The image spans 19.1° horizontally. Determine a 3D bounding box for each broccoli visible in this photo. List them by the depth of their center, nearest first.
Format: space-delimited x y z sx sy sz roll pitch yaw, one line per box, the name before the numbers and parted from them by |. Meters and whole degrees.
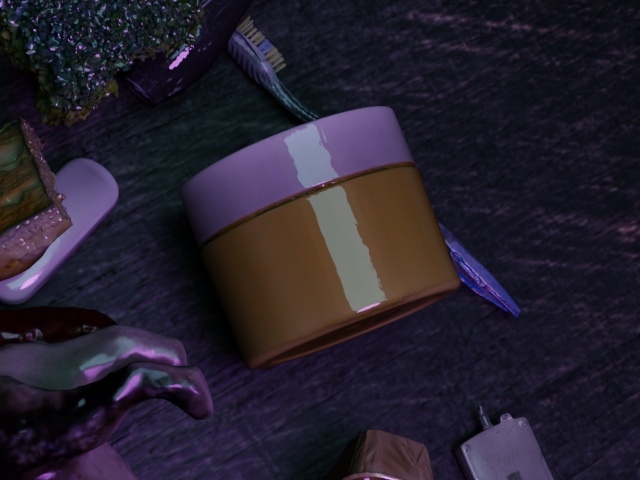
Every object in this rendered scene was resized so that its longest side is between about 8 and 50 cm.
broccoli | -0.214 -0.180 1.763 0.194 0.194 0.219 24 45 -11

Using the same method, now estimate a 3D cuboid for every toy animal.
toy animal | -0.239 0.236 1.610 0.303 0.194 0.344 -9 115 -10

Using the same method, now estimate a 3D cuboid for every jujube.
jujube | -0.255 0.115 1.710 0.176 0.112 0.109 -6 33 -24

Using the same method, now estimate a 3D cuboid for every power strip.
power strip | 0.200 0.266 1.863 0.080 0.029 0.227 -21 83 -21

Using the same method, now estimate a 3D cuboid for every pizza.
pizza | -0.316 -0.008 1.715 0.204 0.188 0.080 -31 127 -7

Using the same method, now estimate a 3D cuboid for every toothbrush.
toothbrush | 0.052 -0.069 1.904 0.413 0.035 0.042 46 64 -2

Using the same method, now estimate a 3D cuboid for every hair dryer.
hair dryer | -0.172 -0.260 1.866 0.219 0.075 0.195 39 79 6

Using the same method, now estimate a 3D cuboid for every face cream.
face cream | 0.000 0.000 1.767 0.218 0.218 0.179 -19 83 -22

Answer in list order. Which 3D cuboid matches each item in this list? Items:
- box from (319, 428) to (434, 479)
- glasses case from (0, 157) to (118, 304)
box | 0.042 0.249 1.745 0.111 0.177 0.111 14 50 -17
glasses case | -0.255 -0.009 1.780 0.063 0.041 0.164 40 67 0
